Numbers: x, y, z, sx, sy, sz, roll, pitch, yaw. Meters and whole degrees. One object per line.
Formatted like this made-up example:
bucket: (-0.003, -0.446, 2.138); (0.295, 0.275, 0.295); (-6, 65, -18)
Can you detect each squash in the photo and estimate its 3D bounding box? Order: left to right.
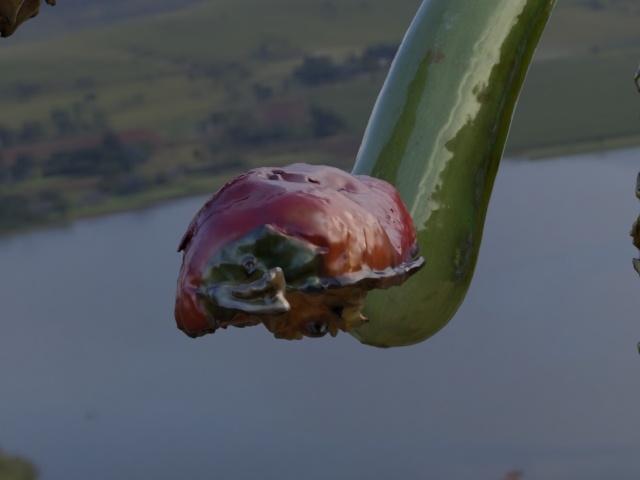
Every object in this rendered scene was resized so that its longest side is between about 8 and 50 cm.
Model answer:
squash: (0.066, -0.060, 1.010); (0.083, 0.250, 0.083); (19, -15, 5)

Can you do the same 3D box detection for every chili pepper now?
chili pepper: (0.000, 0.000, 0.540); (0.059, 0.050, 0.268); (-25, 0, 12)

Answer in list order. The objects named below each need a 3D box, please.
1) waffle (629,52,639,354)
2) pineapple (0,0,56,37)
waffle: (0.243, -0.007, 1.150); (0.059, 0.243, 0.238); (-8, 19, -8)
pineapple: (-0.191, -0.141, 0.877); (0.202, 0.362, 0.202); (21, 6, -2)
